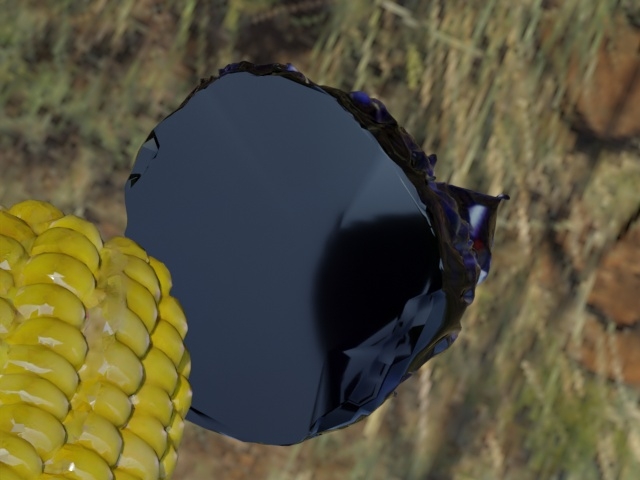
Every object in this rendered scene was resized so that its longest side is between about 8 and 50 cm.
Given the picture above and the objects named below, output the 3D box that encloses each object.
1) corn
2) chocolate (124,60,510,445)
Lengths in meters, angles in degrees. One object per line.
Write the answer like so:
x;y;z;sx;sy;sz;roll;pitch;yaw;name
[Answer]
-0.092;0.099;0.371;0.093;0.244;0.093;9;142;7;corn
0.002;0.002;0.752;0.126;0.148;0.343;61;-173;3;chocolate
